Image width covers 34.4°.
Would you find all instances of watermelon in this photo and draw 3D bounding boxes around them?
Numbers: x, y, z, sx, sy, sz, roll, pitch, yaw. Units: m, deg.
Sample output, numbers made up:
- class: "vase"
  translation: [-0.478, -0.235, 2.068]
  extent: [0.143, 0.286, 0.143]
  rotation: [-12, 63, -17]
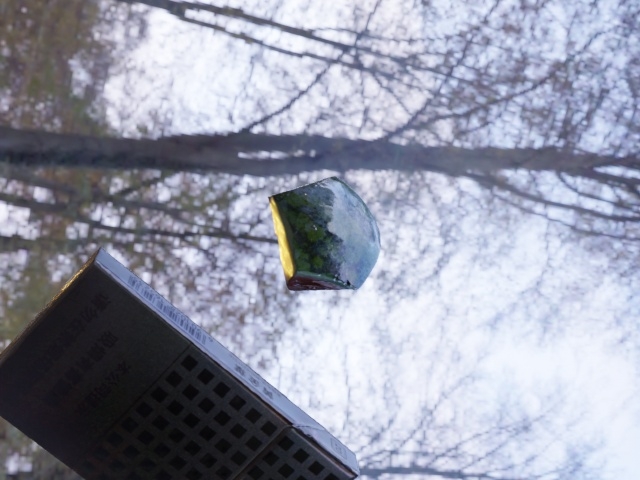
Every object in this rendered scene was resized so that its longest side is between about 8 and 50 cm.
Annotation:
- class: "watermelon"
  translation: [0.001, -0.006, 0.763]
  extent: [0.072, 0.092, 0.084]
  rotation: [-2, -89, 54]

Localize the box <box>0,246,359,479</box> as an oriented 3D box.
- class: "box"
  translation: [-0.140, 0.174, 0.973]
  extent: [0.180, 0.325, 0.047]
  rotation: [-45, -166, 12]
